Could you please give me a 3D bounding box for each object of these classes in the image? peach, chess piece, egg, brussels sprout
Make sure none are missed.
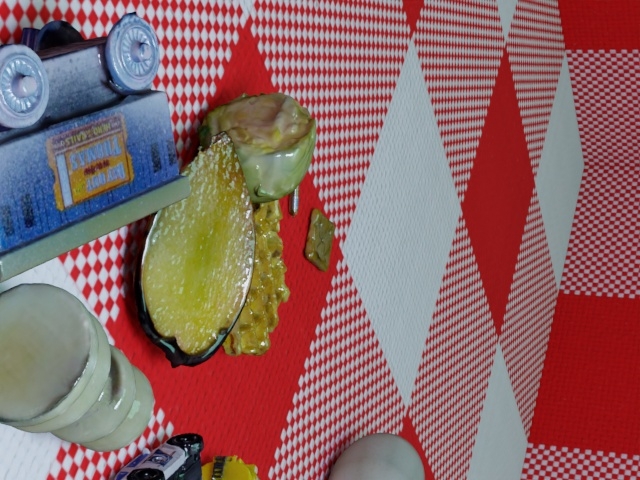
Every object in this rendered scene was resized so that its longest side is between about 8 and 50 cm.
[{"bbox_3d":[-0.156,0.007,1.476,0.189,0.068,0.279,12,89,-56],"label":"peach"},{"bbox_3d":[-0.240,0.141,1.244,0.243,0.133,0.133,60,39,-65],"label":"chess piece"},{"bbox_3d":[0.093,0.391,2.047,0.209,0.151,0.151,-42,131,-62],"label":"egg"},{"bbox_3d":[-0.076,-0.105,1.575,0.152,0.149,0.122,-23,139,-23],"label":"brussels sprout"}]

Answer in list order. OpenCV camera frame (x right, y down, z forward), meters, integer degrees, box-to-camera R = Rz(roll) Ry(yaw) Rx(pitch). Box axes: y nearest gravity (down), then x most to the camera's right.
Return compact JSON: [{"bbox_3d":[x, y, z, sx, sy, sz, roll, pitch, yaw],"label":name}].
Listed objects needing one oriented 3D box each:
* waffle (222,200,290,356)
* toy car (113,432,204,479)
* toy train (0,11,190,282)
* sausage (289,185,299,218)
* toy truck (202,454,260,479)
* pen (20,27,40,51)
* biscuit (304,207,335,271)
[{"bbox_3d":[-0.095,0.054,1.656,0.160,0.055,0.210,-46,134,-57],"label":"waffle"},{"bbox_3d":[-0.188,0.283,1.438,0.171,0.070,0.080,-36,126,-65],"label":"toy car"},{"bbox_3d":[-0.239,-0.089,1.131,0.300,0.131,0.201,-29,117,-54],"label":"toy train"},{"bbox_3d":[-0.037,-0.082,1.836,0.015,0.015,0.100,-2,95,-68],"label":"sausage"},{"bbox_3d":[-0.092,0.372,1.658,0.227,0.098,0.114,61,32,-51],"label":"toy truck"},{"bbox_3d":[-0.286,-0.103,1.203,0.025,0.025,0.204,24,70,-67],"label":"pen"},{"bbox_3d":[0.000,0.000,1.937,0.083,0.018,0.081,44,52,-63],"label":"biscuit"}]
